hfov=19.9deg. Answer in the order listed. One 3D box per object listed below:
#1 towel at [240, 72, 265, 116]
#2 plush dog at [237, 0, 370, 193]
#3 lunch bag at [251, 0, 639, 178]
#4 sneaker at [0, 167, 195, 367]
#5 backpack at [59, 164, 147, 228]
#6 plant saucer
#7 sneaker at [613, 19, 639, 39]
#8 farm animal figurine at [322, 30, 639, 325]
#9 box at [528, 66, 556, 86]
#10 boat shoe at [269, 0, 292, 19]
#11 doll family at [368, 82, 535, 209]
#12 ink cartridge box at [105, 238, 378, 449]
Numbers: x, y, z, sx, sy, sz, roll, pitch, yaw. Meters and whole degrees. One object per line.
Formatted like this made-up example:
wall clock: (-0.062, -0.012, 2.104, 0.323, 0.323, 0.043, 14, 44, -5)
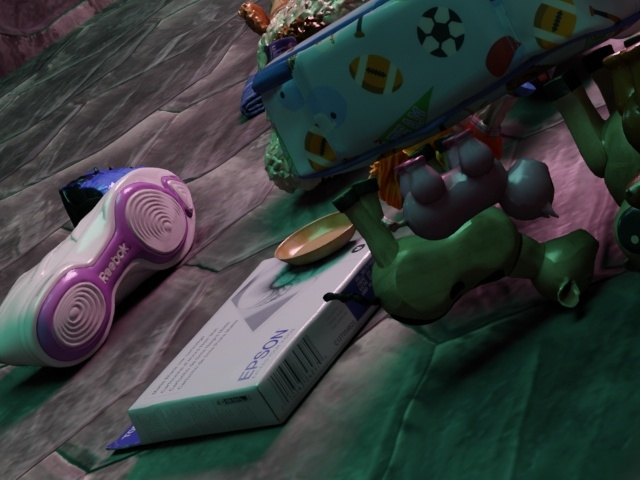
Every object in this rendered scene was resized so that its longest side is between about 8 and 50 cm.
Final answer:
towel: (-0.074, -0.200, 2.382, 0.067, 0.029, 0.119, -29, 18, 12)
plush dog: (0.018, -0.208, 1.869, 0.262, 0.210, 0.225, -39, -4, -24)
lunch bag: (0.102, -0.157, 1.404, 0.303, 0.115, 0.243, -23, 6, 31)
sneaker: (-0.250, 0.024, 1.937, 0.152, 0.114, 0.305, -14, 25, 43)
backpack: (-0.234, -0.043, 2.119, 0.101, 0.098, 0.120, -36, 17, -24)
plant saucer: (0.000, 0.000, 1.590, 0.083, 0.015, 0.083, -26, 16, 8)
sneaker: (0.358, -0.255, 1.727, 0.212, 0.080, 0.094, -32, 29, -2)
farm animal figurine: (0.209, -0.041, 1.275, 0.330, 0.172, 0.327, -25, 5, 47)
box: (0.201, -0.185, 1.869, 0.094, 0.027, 0.137, -22, 20, 28)
boat shoe: (0.076, -0.262, 2.113, 0.324, 0.122, 0.120, -4, 39, 35)
doll family: (0.099, -0.112, 1.648, 0.263, 0.118, 0.163, -86, 18, -69)
ink cartridge box: (-0.063, 0.086, 1.562, 0.224, 0.045, 0.223, -16, 24, 43)
